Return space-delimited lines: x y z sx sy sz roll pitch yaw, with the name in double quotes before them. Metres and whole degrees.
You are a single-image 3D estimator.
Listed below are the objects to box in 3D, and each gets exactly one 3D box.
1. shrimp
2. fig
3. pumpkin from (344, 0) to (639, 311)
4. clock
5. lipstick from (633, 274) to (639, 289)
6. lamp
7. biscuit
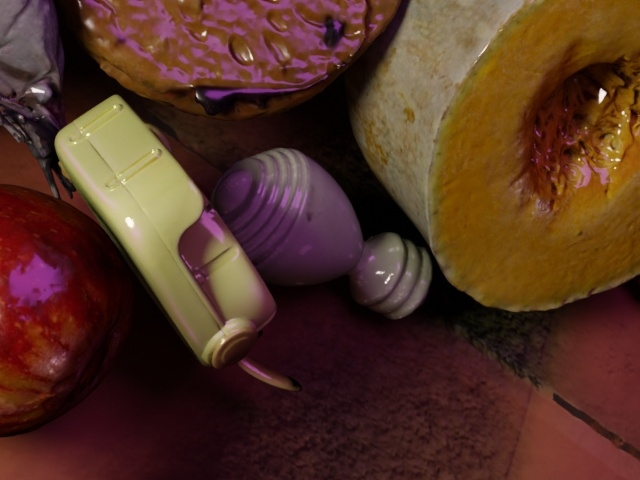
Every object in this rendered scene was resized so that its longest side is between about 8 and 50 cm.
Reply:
"shrimp" -0.246 -0.144 1.335 0.116 0.145 0.343 -103 167 -55
"fig" -0.228 0.026 1.248 0.207 0.175 0.175 37 44 5
"pumpkin" 0.178 -0.126 1.550 0.332 0.332 0.199 4 27 -35
"clock" -0.092 0.017 1.349 0.170 0.069 0.232 46 -11 52
"lipstick" 0.352 0.098 1.689 0.057 0.057 0.356 -27 79 -44
"lamp" 0.000 0.000 1.473 0.193 0.106 0.106 28 47 -30
"biscuit" -0.066 -0.231 1.423 0.296 0.075 0.295 1 87 -15
